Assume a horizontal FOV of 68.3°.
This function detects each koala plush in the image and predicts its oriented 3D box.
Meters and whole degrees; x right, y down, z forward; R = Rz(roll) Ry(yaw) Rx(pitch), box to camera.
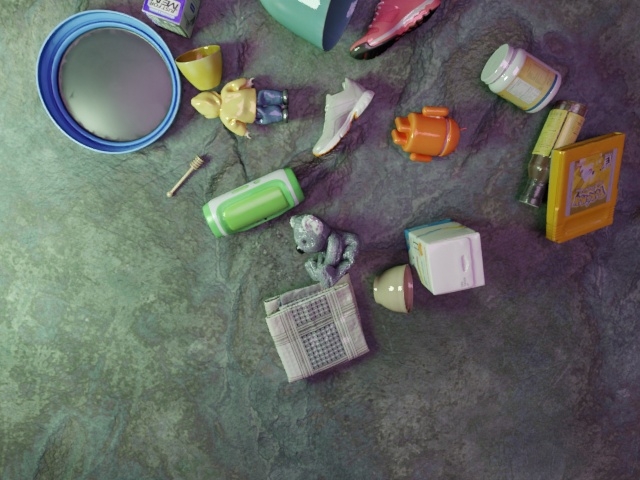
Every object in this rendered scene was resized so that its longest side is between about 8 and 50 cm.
[{"bbox_3d":[0.000,0.000,1.488,0.203,0.196,0.221,-46,103,-7],"label":"koala plush"}]

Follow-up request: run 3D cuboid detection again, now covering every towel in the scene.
[{"bbox_3d":[-0.007,0.296,1.592,0.313,0.056,0.323,-19,106,-9],"label":"towel"}]

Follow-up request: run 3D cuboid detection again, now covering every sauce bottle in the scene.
[{"bbox_3d":[0.750,-0.279,1.545,0.112,0.111,0.344,20,100,-11],"label":"sauce bottle"}]

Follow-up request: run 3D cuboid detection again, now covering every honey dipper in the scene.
[{"bbox_3d":[-0.422,-0.196,1.469,0.030,0.030,0.160,40,99,-13],"label":"honey dipper"}]

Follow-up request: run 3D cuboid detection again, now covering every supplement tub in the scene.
[{"bbox_3d":[0.618,-0.502,1.462,0.200,0.144,0.144,26,98,-11],"label":"supplement tub"}]

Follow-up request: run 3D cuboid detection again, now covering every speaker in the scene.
[{"bbox_3d":[-0.204,-0.117,1.461,0.297,0.131,0.131,-24,104,-1],"label":"speaker"}]

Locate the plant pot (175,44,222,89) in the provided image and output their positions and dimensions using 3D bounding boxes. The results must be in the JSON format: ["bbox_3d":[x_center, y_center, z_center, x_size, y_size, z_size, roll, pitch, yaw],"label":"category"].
[{"bbox_3d":[-0.339,-0.495,1.370,0.134,0.134,0.095,-18,128,-3],"label":"plant pot"}]

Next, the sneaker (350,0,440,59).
[{"bbox_3d":[0.199,-0.661,1.410,0.314,0.116,0.136,-36,94,-5],"label":"sneaker"}]

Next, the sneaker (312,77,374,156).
[{"bbox_3d":[0.045,-0.381,1.456,0.121,0.099,0.262,38,88,-5],"label":"sneaker"}]

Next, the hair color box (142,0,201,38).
[{"bbox_3d":[-0.367,-0.746,1.271,0.110,0.185,0.338,16,100,-10],"label":"hair color box"}]

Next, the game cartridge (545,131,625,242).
[{"bbox_3d":[0.868,-0.169,1.549,0.286,0.053,0.323,-17,114,-19],"label":"game cartridge"}]

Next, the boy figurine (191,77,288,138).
[{"bbox_3d":[-0.237,-0.395,1.413,0.286,0.092,0.177,-3,103,-5],"label":"boy figurine"}]

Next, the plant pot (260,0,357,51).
[{"bbox_3d":[-0.034,-0.702,1.280,0.235,0.293,0.292,26,99,6],"label":"plant pot"}]

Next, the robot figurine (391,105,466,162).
[{"bbox_3d":[0.337,-0.329,1.478,0.220,0.128,0.157,6,91,-7],"label":"robot figurine"}]

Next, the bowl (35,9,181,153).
[{"bbox_3d":[-0.599,-0.450,1.365,0.392,0.077,0.390,-2,103,-7],"label":"bowl"}]

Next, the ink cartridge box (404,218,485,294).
[{"bbox_3d":[0.392,0.047,1.510,0.169,0.232,0.171,-12,103,-4],"label":"ink cartridge box"}]

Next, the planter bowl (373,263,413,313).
[{"bbox_3d":[0.240,0.161,1.570,0.109,0.162,0.161,-3,104,21],"label":"planter bowl"}]
